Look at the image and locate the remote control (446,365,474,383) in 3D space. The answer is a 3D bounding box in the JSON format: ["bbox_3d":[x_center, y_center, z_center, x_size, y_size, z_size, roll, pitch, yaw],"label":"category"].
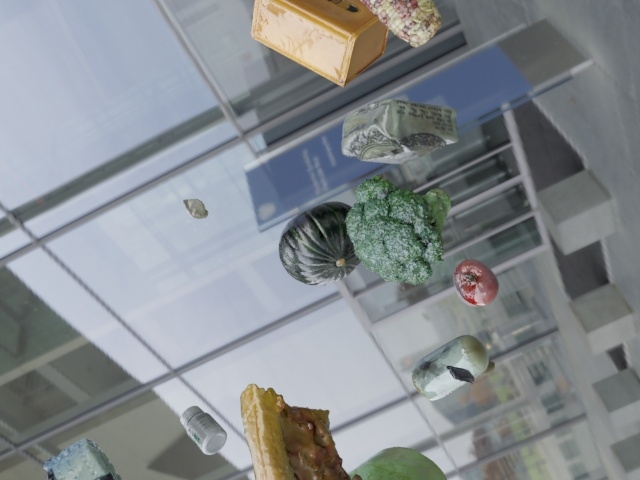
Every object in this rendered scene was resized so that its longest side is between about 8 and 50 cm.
[{"bbox_3d":[0.311,0.294,1.625,0.096,0.014,0.039,21,-151,-49],"label":"remote control"}]

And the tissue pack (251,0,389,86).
[{"bbox_3d":[0.006,-0.518,1.746,0.274,0.194,0.145,32,138,15],"label":"tissue pack"}]

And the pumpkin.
[{"bbox_3d":[0.000,0.000,1.953,0.216,0.250,0.250,46,180,23],"label":"pumpkin"}]

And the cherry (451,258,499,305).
[{"bbox_3d":[0.334,0.091,1.597,0.106,0.086,0.126,62,-178,7],"label":"cherry"}]

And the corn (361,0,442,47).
[{"bbox_3d":[0.105,-0.436,1.245,0.290,0.098,0.098,52,-177,20],"label":"corn"}]

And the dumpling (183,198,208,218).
[{"bbox_3d":[-0.361,-0.092,2.148,0.057,0.052,0.076,53,172,43],"label":"dumpling"}]

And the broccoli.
[{"bbox_3d":[0.190,-0.036,1.710,0.270,0.270,0.270,37,147,30],"label":"broccoli"}]

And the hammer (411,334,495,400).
[{"bbox_3d":[0.378,0.326,1.905,0.305,0.201,0.113,11,-129,-52],"label":"hammer"}]

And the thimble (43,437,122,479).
[{"bbox_3d":[-0.604,0.640,1.927,0.237,0.150,0.237,49,160,24],"label":"thimble"}]

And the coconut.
[{"bbox_3d":[0.199,0.693,1.900,0.328,0.281,0.328,31,-162,-11],"label":"coconut"}]

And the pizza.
[{"bbox_3d":[-0.008,0.348,1.037,0.182,0.073,0.366,-30,-79,-51],"label":"pizza"}]

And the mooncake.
[{"bbox_3d":[0.192,-0.267,1.875,0.250,0.254,0.136,-11,79,57],"label":"mooncake"}]

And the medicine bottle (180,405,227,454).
[{"bbox_3d":[-0.317,0.507,1.986,0.130,0.080,0.080,32,163,41],"label":"medicine bottle"}]
